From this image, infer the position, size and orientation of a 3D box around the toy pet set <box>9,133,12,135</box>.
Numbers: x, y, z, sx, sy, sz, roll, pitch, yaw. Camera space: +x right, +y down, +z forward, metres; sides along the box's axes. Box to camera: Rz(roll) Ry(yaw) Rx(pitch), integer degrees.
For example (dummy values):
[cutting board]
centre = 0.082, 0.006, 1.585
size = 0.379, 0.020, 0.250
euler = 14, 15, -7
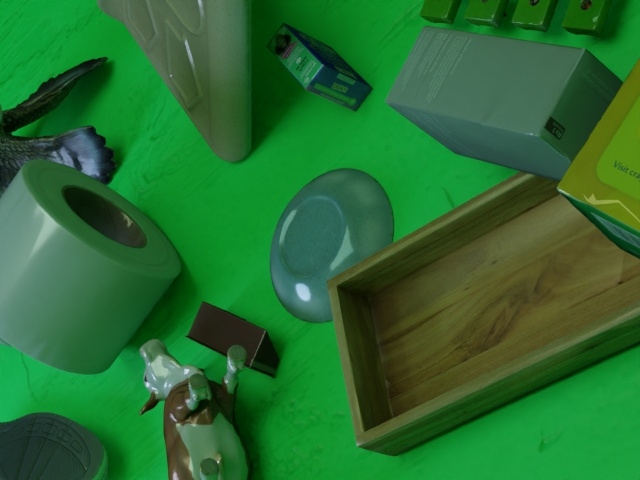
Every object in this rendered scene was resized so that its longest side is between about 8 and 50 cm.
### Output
[toy pet set]
centre = -0.473, -0.123, 2.112
size = 0.122, 0.065, 0.114
euler = -45, 49, 20

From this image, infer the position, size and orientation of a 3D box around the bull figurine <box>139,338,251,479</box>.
[bull figurine]
centre = -0.135, 0.235, 1.613
size = 0.188, 0.101, 0.310
euler = 119, 138, -55

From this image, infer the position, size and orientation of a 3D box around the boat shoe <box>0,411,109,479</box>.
[boat shoe]
centre = -0.395, 0.307, 1.859
size = 0.320, 0.103, 0.118
euler = -7, 50, 35

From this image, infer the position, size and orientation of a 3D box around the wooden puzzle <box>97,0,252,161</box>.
[wooden puzzle]
centre = -0.180, -0.316, 1.767
size = 0.080, 0.322, 0.348
euler = -29, 60, -22

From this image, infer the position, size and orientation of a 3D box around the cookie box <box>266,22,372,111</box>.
[cookie box]
centre = -0.002, -0.212, 1.692
size = 0.040, 0.092, 0.107
euler = -55, 46, 16

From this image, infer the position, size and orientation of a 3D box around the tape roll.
[tape roll]
centre = -0.325, 0.033, 1.787
size = 0.169, 0.246, 0.246
euler = -52, 47, 15

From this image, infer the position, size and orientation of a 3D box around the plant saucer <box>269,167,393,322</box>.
[plant saucer]
centre = 0.000, 0.000, 1.645
size = 0.195, 0.037, 0.195
euler = -18, 62, 37

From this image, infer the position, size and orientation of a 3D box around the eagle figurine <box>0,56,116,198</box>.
[eagle figurine]
centre = -0.458, -0.156, 2.019
size = 0.225, 0.298, 0.226
euler = -144, 55, -67

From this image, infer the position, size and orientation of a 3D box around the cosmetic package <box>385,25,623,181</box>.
[cosmetic package]
centre = 0.192, -0.132, 1.362
size = 0.238, 0.127, 0.107
euler = 17, 78, 50

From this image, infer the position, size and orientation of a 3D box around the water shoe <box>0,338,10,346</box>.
[water shoe]
centre = -0.488, 0.071, 2.044
size = 0.080, 0.073, 0.203
euler = -50, 48, 14

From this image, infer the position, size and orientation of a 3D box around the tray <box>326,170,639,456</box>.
[tray]
centre = 0.196, 0.052, 1.418
size = 0.411, 0.076, 0.203
euler = -31, 55, 32

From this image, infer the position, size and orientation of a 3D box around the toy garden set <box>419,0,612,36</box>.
[toy garden set]
centre = 0.216, -0.238, 1.534
size = 0.244, 0.049, 0.204
euler = 15, 82, 44

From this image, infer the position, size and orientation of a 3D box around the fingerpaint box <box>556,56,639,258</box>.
[fingerpaint box]
centre = 0.481, -0.079, 1.096
size = 0.445, 0.163, 0.371
euler = 32, 90, 39

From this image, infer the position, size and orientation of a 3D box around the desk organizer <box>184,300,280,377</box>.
[desk organizer]
centre = -0.102, 0.120, 1.685
size = 0.130, 0.047, 0.050
euler = 20, 86, 45
